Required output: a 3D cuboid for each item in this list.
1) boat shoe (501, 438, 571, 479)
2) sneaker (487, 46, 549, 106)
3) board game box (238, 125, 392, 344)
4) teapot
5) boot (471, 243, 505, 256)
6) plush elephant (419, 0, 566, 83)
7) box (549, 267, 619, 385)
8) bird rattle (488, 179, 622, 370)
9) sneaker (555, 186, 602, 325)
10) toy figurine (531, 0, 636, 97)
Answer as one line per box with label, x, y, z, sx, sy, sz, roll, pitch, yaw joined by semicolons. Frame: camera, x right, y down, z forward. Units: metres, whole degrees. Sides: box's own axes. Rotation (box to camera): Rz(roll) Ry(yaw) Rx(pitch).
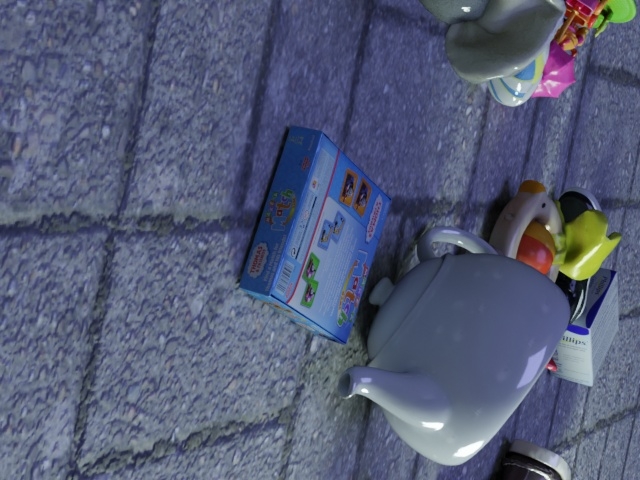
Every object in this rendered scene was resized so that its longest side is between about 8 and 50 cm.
boat shoe;0.340;0.401;2.430;0.096;0.117;0.324;-63;149;-18
sneaker;0.192;-0.253;1.821;0.126;0.091;0.240;-25;127;-38
board game box;0.000;0.000;1.555;0.211;0.039;0.160;38;68;-64
teapot;0.136;0.101;1.750;0.252;0.187;0.256;-54;179;-6
boot;0.186;0.059;1.997;0.118;0.042;0.087;-50;133;-6
plush elephant;0.125;-0.299;1.470;0.330;0.272;0.255;1;144;-34
box;0.398;0.127;2.461;0.126;0.072;0.137;-57;150;-36
bird rattle;0.263;0.037;2.116;0.253;0.143;0.207;-52;137;-20
sneaker;0.343;0.042;2.286;0.121;0.079;0.217;-43;141;-54
toy figurine;0.295;-0.248;2.035;0.159;0.130;0.173;-57;177;-11
